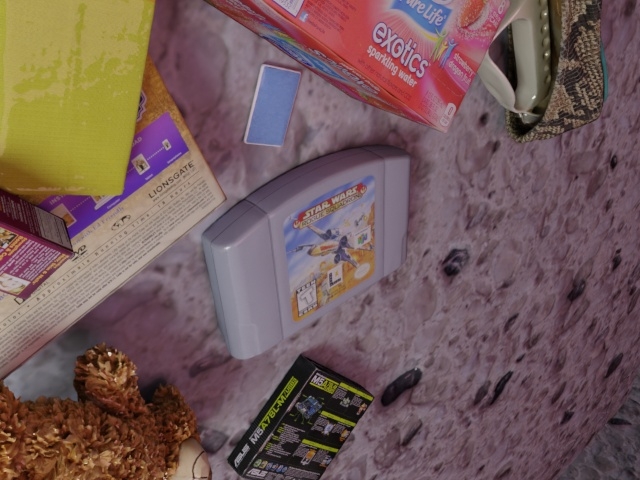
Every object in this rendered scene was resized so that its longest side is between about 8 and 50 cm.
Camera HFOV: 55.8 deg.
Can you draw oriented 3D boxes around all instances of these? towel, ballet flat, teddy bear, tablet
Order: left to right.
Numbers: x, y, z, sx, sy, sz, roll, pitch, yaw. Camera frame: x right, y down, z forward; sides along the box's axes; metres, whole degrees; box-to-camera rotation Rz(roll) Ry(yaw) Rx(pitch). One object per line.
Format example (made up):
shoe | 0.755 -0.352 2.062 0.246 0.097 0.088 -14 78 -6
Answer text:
towel | -0.167 -0.143 0.410 0.102 0.021 0.237 -2 117 -39
teddy bear | -0.199 0.218 0.552 0.113 0.245 0.338 -12 147 13
tablet | -0.051 -0.140 0.636 0.054 0.006 0.083 -3 117 -45
ballet flat | 0.271 -0.304 0.762 0.182 0.164 0.483 -29 138 -2

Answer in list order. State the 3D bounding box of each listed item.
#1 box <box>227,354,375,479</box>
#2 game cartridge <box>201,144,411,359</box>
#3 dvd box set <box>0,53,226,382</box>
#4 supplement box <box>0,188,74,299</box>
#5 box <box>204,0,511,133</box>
box | -0.022 0.280 0.908 0.184 0.045 0.190 -57 140 -4
game cartridge | 0.000 0.000 0.744 0.297 0.062 0.198 -29 137 -30
dvd box set | -0.269 -0.091 0.402 0.307 0.062 0.420 -42 138 -18
supplement box | -0.223 -0.002 0.414 0.055 0.043 0.083 -41 142 9
box | 0.028 -0.232 0.549 0.300 0.142 0.154 17 102 -50
